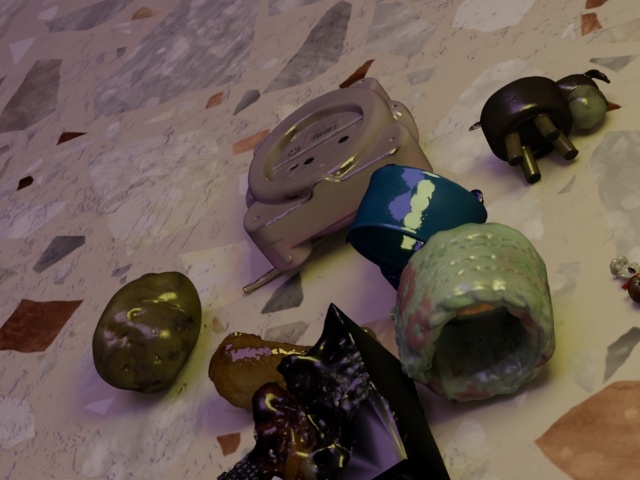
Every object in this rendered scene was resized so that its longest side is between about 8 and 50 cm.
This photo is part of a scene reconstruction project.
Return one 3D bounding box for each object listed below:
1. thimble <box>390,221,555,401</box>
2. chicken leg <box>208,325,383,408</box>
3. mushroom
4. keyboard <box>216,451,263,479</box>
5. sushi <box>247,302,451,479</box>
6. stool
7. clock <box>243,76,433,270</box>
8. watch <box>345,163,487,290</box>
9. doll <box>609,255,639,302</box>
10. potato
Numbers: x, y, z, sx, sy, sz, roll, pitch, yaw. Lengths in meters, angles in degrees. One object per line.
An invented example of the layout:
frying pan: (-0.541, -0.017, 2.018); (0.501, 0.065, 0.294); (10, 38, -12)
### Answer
thimble: (0.185, 0.092, 1.669); (0.211, 0.185, 0.149); (-26, 36, 20)
chicken leg: (-0.036, 0.169, 1.838); (0.252, 0.107, 0.087); (-12, 24, 17)
mushroom: (0.001, 0.001, 2.066); (0.286, 0.028, 0.026); (-32, 78, 6)
keyboard: (-0.151, 0.356, 1.782); (0.195, 0.018, 0.060); (-40, 38, -6)
sushi: (0.023, 0.246, 1.635); (0.212, 0.215, 0.227); (-34, 56, 11)
stool: (0.326, -0.170, 1.922); (0.217, 0.125, 0.121); (-18, 53, -7)
clock: (0.015, -0.119, 2.092); (0.296, 0.113, 0.322); (-30, 27, 11)
watch: (0.127, -0.021, 1.807); (0.196, 0.200, 0.171); (5, 68, 19)
doll: (0.392, 0.047, 1.677); (0.058, 0.040, 0.085); (-39, 38, -27)
potato: (-0.259, 0.137, 2.026); (0.155, 0.137, 0.200); (8, 46, 5)
